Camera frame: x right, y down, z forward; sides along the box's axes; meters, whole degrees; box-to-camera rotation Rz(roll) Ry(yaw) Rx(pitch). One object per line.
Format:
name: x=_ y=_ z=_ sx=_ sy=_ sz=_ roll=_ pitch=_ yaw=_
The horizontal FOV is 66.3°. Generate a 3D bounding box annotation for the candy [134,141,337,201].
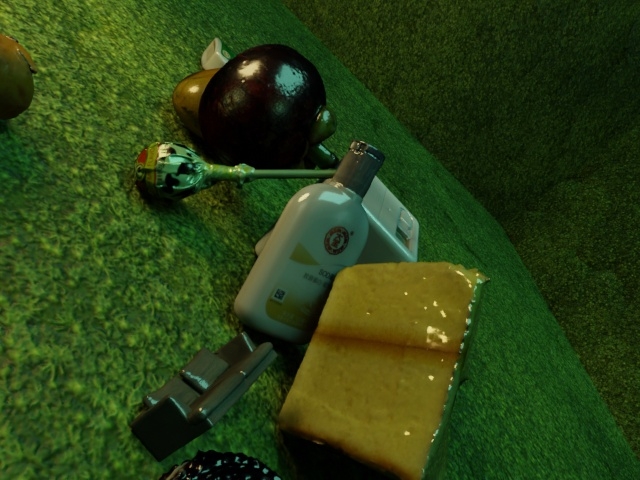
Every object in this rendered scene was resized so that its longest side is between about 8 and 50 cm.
candy: x=-0.107 y=-0.098 z=0.703 sx=0.306 sy=0.083 sz=0.091 roll=-1 pitch=13 yaw=-9

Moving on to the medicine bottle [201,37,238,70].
medicine bottle: x=-0.196 y=-0.397 z=1.187 sx=0.183 sy=0.069 sz=0.119 roll=33 pitch=26 yaw=-35

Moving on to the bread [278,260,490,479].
bread: x=0.162 y=0.210 z=0.642 sx=0.362 sy=0.245 sz=0.233 roll=38 pitch=64 yaw=-33

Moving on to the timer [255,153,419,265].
timer: x=0.037 y=-0.007 z=0.851 sx=0.194 sy=0.195 sz=0.192 roll=47 pitch=24 yaw=-8

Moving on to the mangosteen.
mangosteen: x=-0.082 y=-0.191 z=0.779 sx=0.216 sy=0.216 sz=0.216 roll=39 pitch=26 yaw=-23

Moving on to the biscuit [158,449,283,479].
biscuit: x=-0.075 y=0.274 z=0.416 sx=0.195 sy=0.053 sz=0.194 roll=40 pitch=25 yaw=-23

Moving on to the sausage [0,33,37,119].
sausage: x=-0.407 y=-0.173 z=0.449 sx=0.108 sy=0.109 sz=0.271 roll=54 pitch=27 yaw=10

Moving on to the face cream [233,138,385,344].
face cream: x=0.000 y=0.000 z=0.680 sx=0.144 sy=0.291 sz=0.071 roll=31 pitch=-3 yaw=-37

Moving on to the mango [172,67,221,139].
mango: x=-0.173 y=-0.249 z=0.926 sx=0.236 sy=0.136 sz=0.166 roll=-11 pitch=69 yaw=-54

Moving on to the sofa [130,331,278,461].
sofa: x=-0.115 y=0.143 z=0.502 sx=0.060 sy=0.085 sz=0.147 roll=53 pitch=24 yaw=1
